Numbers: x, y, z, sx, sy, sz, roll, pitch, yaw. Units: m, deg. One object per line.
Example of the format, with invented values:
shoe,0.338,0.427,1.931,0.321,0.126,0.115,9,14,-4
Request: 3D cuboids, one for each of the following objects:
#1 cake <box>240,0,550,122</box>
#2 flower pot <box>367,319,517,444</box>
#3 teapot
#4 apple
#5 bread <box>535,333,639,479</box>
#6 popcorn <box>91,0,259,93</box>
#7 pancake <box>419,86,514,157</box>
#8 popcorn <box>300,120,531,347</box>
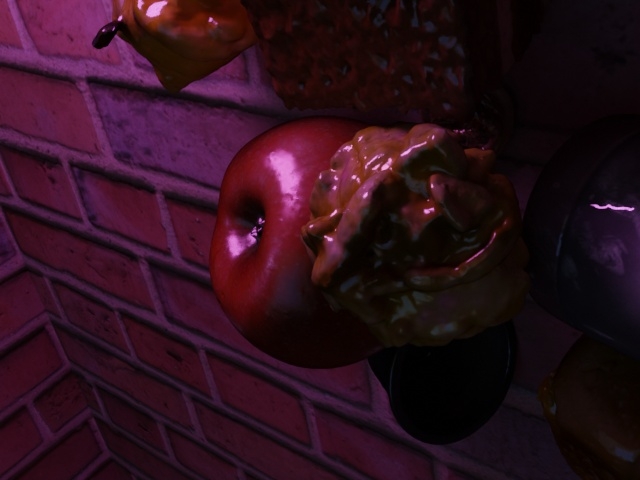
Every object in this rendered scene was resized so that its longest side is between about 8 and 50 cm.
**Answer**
cake,0.084,-0.294,0.701,0.255,0.290,0.282,16,139,35
flower pot,0.167,0.173,1.100,0.148,0.235,0.235,22,138,60
teapot,0.393,-0.008,0.654,0.312,0.233,0.315,35,102,53
apple,0.000,0.000,0.985,0.348,0.276,0.349,-12,75,52
bread,0.383,0.172,0.853,0.176,0.246,0.196,45,165,38
popcorn,-0.156,-0.356,0.942,0.316,0.280,0.297,-50,50,37
pancake,0.189,-0.161,0.932,0.139,0.022,0.140,26,136,27
popcorn,0.086,-0.004,0.713,0.212,0.259,0.259,-32,101,7
